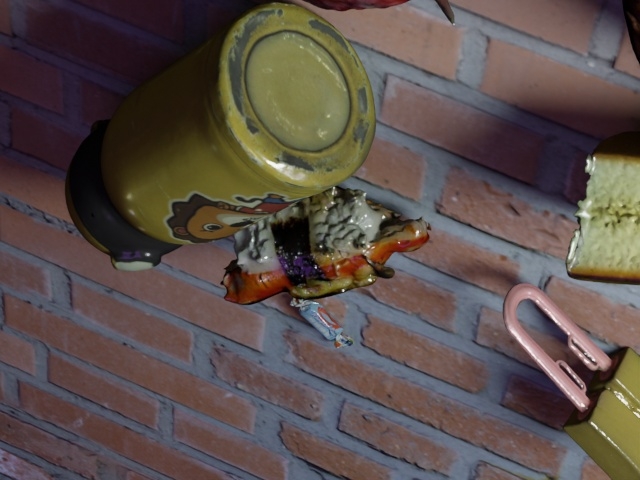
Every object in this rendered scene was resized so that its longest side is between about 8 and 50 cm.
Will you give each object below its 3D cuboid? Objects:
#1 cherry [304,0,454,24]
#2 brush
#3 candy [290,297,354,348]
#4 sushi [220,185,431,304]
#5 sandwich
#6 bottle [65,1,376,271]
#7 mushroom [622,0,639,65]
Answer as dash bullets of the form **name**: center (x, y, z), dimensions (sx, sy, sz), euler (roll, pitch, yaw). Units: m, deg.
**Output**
- **cherry**: center (0.018, -0.290, 1.443), dimensions (0.300, 0.203, 0.230), euler (62, 177, -10)
- **brush**: center (0.252, 0.130, 1.861), dimensions (0.233, 0.103, 0.047), euler (44, 146, -15)
- **candy**: center (0.001, 0.085, 2.047), dimensions (0.083, 0.020, 0.030), euler (42, 141, -13)
- **sushi**: center (-0.001, -0.003, 1.887), dimensions (0.226, 0.097, 0.103), euler (-10, 134, 23)
- **sandwich**: center (0.330, -0.017, 1.587), dimensions (0.235, 0.128, 0.122), euler (8, 105, 31)
- **bottle**: center (-0.112, -0.079, 1.819), dimensions (0.171, 0.171, 0.351), euler (43, 144, -15)
- **mushroom**: center (0.354, -0.172, 1.394), dimensions (0.278, 0.163, 0.297), euler (14, 141, 34)
